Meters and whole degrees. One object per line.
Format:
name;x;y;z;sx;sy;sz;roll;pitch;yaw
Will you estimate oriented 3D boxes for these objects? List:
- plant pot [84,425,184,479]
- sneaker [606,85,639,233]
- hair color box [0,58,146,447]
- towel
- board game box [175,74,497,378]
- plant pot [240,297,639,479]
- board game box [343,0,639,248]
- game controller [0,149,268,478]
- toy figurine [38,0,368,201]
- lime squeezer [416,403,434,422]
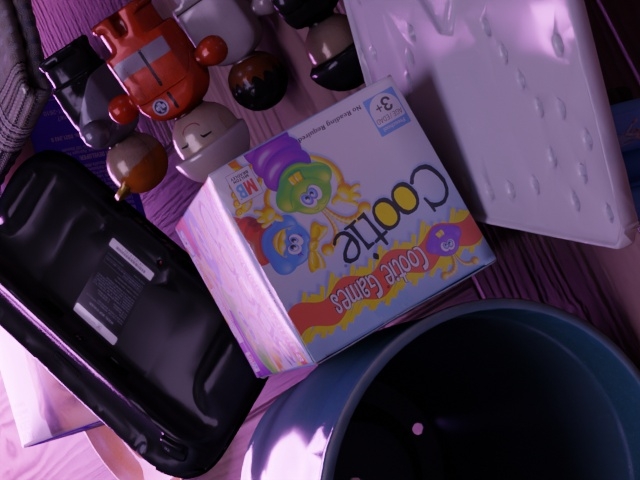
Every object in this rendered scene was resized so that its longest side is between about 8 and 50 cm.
plant pot;-0.193;0.149;1.845;0.236;0.032;0.236;31;131;42
sneaker;0.249;0.024;1.080;0.276;0.097;0.135;47;139;28
hair color box;-0.251;0.013;1.740;0.185;0.110;0.339;-24;83;51
towel;-0.346;-0.186;1.660;0.312;0.056;0.324;-48;54;52
board game box;0.000;0.000;1.286;0.142;0.144;0.275;61;169;1
plant pot;0.070;0.180;1.294;0.255;0.271;0.272;-7;102;65
board game box;0.082;-0.202;1.133;0.390;0.050;0.390;-163;56;-73
game controller;-0.181;0.060;1.584;0.319;0.067;0.166;39;101;24
toy figurine;-0.085;-0.132;1.379;0.148;0.213;0.209;56;151;-10
lime squeezer;-0.015;0.059;1.538;0.310;0.059;0.110;18;152;48
